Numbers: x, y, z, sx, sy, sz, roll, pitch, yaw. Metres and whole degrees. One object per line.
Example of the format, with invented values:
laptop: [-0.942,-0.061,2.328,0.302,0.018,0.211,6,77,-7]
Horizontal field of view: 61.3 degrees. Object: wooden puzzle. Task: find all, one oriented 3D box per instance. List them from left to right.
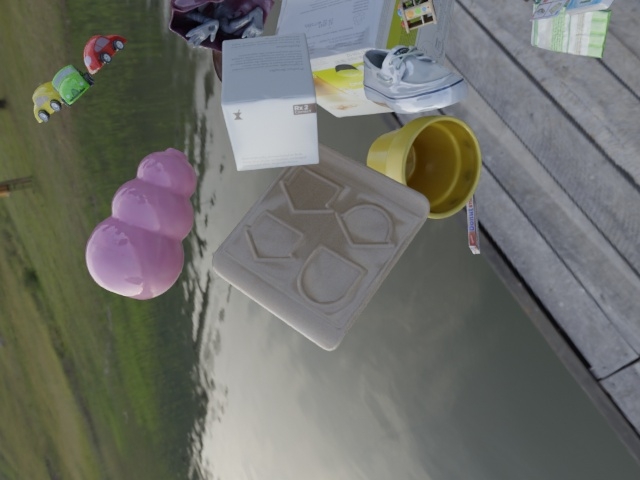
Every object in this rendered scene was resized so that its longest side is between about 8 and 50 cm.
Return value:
wooden puzzle: [0.000,0.000,1.086,0.322,0.348,0.080,31,169,23]

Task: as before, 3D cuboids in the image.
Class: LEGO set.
LEGO set: [0.327,-0.376,0.682,0.183,0.060,0.244,-60,14,12]

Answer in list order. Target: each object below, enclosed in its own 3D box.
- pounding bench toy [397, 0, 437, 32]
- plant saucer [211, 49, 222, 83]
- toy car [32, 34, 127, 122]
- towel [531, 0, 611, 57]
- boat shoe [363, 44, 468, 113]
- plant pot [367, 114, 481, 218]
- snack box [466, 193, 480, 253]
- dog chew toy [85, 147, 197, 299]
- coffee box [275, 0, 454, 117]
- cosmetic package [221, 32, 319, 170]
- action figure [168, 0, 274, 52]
pounding bench toy: [0.180,-0.440,1.017,0.083,0.065,0.052,-84,-26,-43]
plant saucer: [-0.232,-0.517,1.478,0.198,0.036,0.199,17,112,47]
toy car: [-0.458,-0.302,1.000,0.053,0.239,0.225,46,180,-31]
towel: [0.517,-0.442,1.122,0.152,0.023,0.113,25,156,31]
boat shoe: [0.111,-0.226,0.736,0.226,0.083,0.076,33,147,60]
plant pot: [0.250,-0.201,1.427,0.239,0.253,0.254,24,125,60]
snack box: [0.436,-0.056,1.545,0.022,0.064,0.178,-7,68,24]
dog chew toy: [-0.375,-0.044,1.187,0.206,0.206,0.332,16,84,56]
coffee box: [0.118,-0.555,1.434,0.337,0.334,0.339,5,80,38]
cosmetic package: [-0.086,-0.243,0.948,0.151,0.151,0.184,86,178,-52]
action figure: [-0.288,-0.606,1.276,0.276,0.248,0.370,-46,53,24]
